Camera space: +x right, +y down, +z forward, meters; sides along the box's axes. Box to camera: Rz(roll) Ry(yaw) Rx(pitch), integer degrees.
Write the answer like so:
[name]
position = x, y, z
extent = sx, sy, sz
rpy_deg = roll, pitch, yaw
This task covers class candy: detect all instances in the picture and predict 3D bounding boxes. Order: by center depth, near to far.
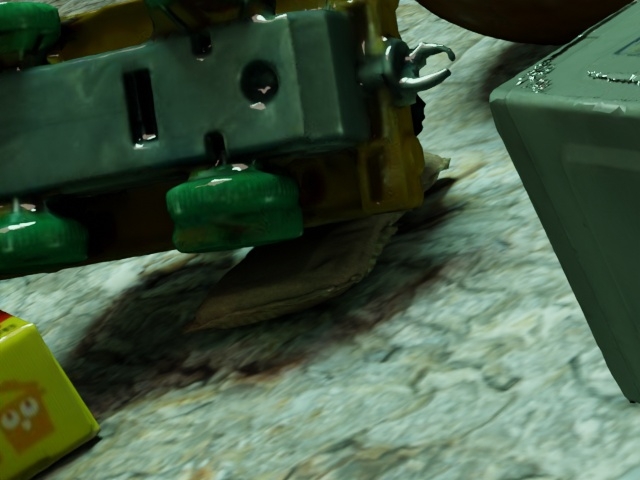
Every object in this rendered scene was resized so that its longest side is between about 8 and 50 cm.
[candy]
position = -0.260, 0.105, 1.287
extent = 0.146, 0.088, 0.276
rpy_deg = -33, 17, -17

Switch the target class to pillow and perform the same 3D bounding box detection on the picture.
[pillow]
position = 0.003, -0.001, 1.307
extent = 0.135, 0.034, 0.211
rpy_deg = -18, 17, 34

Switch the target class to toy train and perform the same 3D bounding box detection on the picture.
[toy train]
position = -0.096, -0.073, 1.298
extent = 0.429, 0.178, 0.249
rpy_deg = -9, -3, 24

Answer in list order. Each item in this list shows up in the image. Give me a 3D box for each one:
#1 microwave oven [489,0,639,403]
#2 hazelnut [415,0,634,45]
[microwave oven]
position = 0.263, -0.050, 0.814
extent = 0.295, 0.181, 0.237
rpy_deg = -32, 20, -18
[hazelnut]
position = 0.211, -0.348, 1.442
extent = 0.429, 0.402, 0.402
rpy_deg = -24, 13, -33
